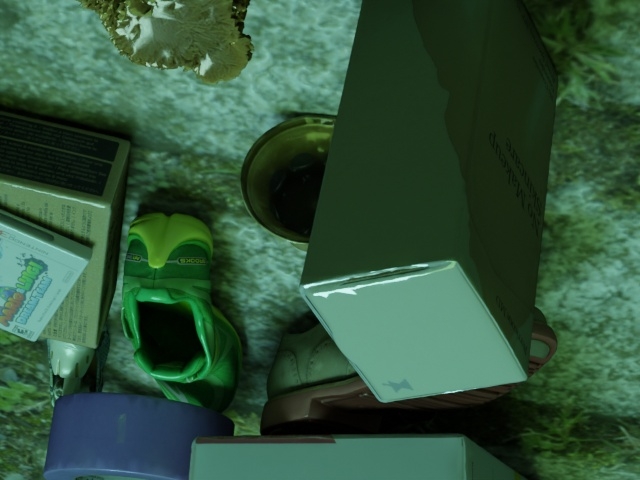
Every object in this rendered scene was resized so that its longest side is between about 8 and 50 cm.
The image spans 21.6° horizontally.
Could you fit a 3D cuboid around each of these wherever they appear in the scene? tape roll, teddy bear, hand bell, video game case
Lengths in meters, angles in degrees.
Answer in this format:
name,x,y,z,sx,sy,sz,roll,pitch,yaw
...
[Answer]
name,x,y,z,sx,sy,sz,roll,pitch,yaw
tape roll,-0.185,0.216,1.717,0.189,0.080,0.189,6,161,2
teddy bear,-0.067,-0.274,1.192,0.245,0.113,0.338,3,134,-1
hand bell,0.000,0.000,1.523,0.126,0.126,0.242,6,154,6
video game case,-0.300,0.025,1.527,0.143,0.019,0.157,24,140,-15

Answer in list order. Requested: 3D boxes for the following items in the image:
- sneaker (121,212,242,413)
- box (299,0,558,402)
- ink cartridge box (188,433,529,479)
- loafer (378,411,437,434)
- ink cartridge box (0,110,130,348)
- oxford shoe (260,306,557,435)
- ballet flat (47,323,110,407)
name,x,y,z,sx,sy,sz,roll,pitch,yaw
sneaker,-0.146,0.095,1.633,0.109,0.123,0.295,3,143,10
box,0.089,-0.048,1.248,0.121,0.311,0.148,-11,137,25
ink cartridge box,0.060,0.305,1.712,0.279,0.160,0.385,-4,163,18
loafer,0.079,0.150,1.682,0.080,0.078,0.220,25,139,-17
ink cartridge box,-0.285,-0.013,1.563,0.193,0.088,0.234,14,142,-1
oxford shoe,0.069,0.097,1.569,0.348,0.130,0.123,-20,149,39
ballet flat,-0.256,0.131,1.754,0.070,0.070,0.188,8,141,4
